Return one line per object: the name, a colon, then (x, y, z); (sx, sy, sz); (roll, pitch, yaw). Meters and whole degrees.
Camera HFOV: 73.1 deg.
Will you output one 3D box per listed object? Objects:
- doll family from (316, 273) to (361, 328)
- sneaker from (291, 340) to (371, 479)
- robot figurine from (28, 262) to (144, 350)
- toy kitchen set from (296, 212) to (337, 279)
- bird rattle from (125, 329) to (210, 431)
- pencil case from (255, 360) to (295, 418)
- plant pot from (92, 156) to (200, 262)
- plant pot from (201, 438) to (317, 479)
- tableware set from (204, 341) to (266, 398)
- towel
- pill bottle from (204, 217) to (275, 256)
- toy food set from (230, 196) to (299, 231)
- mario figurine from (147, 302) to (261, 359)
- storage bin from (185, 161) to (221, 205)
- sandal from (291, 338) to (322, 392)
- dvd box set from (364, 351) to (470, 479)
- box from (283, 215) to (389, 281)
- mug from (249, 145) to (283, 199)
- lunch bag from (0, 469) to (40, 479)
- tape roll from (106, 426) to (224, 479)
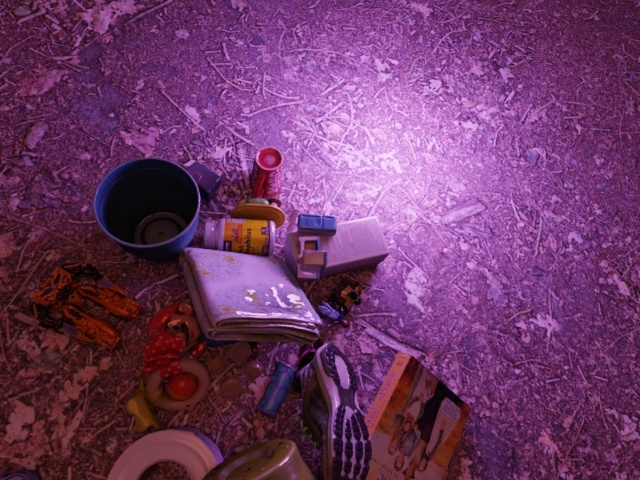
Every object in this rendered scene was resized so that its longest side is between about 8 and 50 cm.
doll family: (0.070, 0.199, 1.379); (0.111, 0.076, 0.193); (39, 71, 0)
sneaker: (0.011, 0.481, 1.136); (0.158, 0.182, 0.410); (38, 28, -31)
robot figurine: (-0.671, 0.180, 1.227); (0.291, 0.085, 0.211); (28, 65, 0)
toy kitchen set: (0.000, 0.000, 1.254); (0.122, 0.166, 0.207); (4, 68, -9)
bird rattle: (-0.400, 0.371, 1.160); (0.207, 0.143, 0.254); (22, 95, -30)
pencil case: (-0.129, 0.430, 1.248); (0.070, 0.064, 0.152); (8, 62, 34)
plant pot: (-0.486, -0.059, 1.265); (0.271, 0.255, 0.272); (4, 67, -10)
plant pot: (-0.107, 0.665, 0.960); (0.366, 0.366, 0.353); (-18, 85, -17)
tableware set: (-0.241, 0.367, 1.228); (0.141, 0.020, 0.169); (-30, 114, -10)
towel: (-0.196, 0.140, 1.185); (0.320, 0.090, 0.374); (13, 22, -34)
pill bottle: (-0.255, -0.011, 1.368); (0.215, 0.117, 0.117); (3, 68, -10)
toy food set: (-0.185, -0.096, 1.421); (0.217, 0.128, 0.071); (4, 53, -11)
mario figurine: (-0.324, 0.270, 1.218); (0.320, 0.170, 0.198); (7, 69, -10)
storage bin: (-0.399, -0.200, 1.433); (0.135, 0.098, 0.091); (32, 56, 2)
sandal: (-0.038, 0.369, 1.303); (0.067, 0.040, 0.179); (21, 66, -1)
dvd box set: (0.237, 0.575, 1.203); (0.307, 0.062, 0.420); (44, 64, -19)
box: (0.048, 0.031, 1.410); (0.311, 0.121, 0.148); (-11, 72, -15)
mug: (-0.175, -0.214, 1.436); (0.113, 0.169, 0.150); (-1, 68, -12)
lunch bag: (-0.767, 0.663, 1.014); (0.219, 0.090, 0.176); (-26, 77, -19)
tape roll: (-0.382, 0.623, 1.085); (0.286, 0.100, 0.286); (1, 71, -3)
